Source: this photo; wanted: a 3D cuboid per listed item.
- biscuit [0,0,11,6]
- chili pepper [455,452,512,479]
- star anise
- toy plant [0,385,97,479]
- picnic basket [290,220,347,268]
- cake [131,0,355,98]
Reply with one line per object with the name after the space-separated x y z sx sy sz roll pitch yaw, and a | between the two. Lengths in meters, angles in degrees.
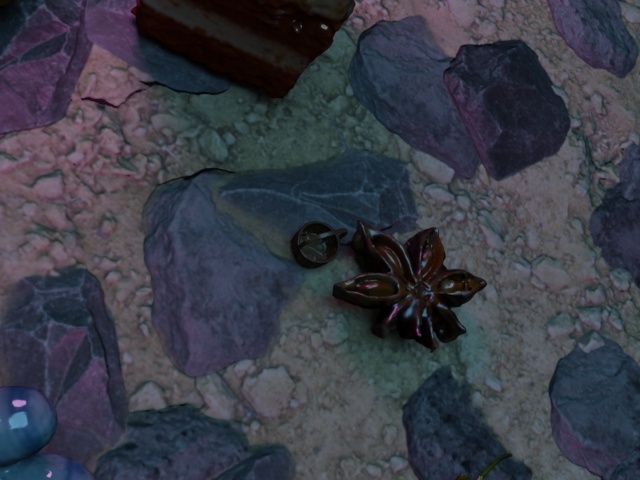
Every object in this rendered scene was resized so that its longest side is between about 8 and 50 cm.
-0.512 -0.432 1.053 0.326 0.107 0.326 7 73 -24 | biscuit
0.185 0.375 1.120 0.204 0.073 0.072 -37 108 -19 | chili pepper
0.121 0.062 1.187 0.220 0.099 0.214 37 48 -4 | star anise
-0.385 0.239 0.821 0.332 0.247 0.247 20 66 -20 | toy plant
0.000 0.000 1.153 0.072 0.083 0.072 7 71 -22 | picnic basket
-0.074 -0.407 1.121 0.270 0.319 0.269 24 63 -15 | cake
